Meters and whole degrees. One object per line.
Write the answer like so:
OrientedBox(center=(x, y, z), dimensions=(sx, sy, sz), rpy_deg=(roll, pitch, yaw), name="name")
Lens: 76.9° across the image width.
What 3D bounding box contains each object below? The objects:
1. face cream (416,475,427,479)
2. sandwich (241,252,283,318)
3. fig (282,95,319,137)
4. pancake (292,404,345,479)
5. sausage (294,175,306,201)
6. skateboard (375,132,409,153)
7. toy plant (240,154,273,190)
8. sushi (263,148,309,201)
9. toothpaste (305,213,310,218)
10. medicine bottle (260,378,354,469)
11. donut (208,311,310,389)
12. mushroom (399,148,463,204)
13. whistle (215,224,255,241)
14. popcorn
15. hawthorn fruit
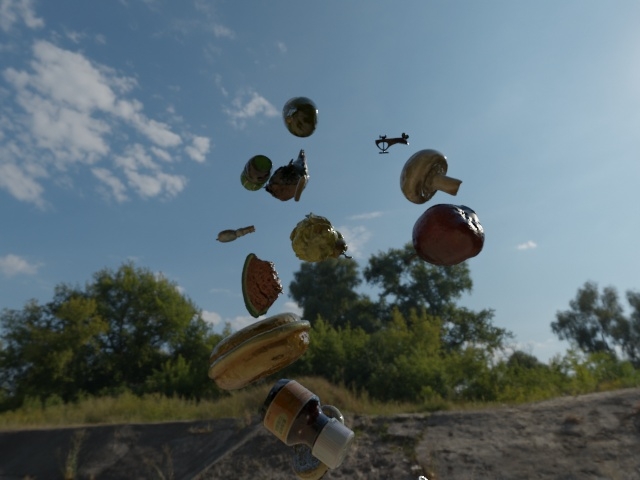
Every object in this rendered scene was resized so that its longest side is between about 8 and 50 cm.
OrientedBox(center=(0.248, 0.702, 1.097), dimensions=(0.034, 0.034, 0.130), rpy_deg=(20, -74, -36), name="face cream")
OrientedBox(center=(-0.219, 0.157, 1.506), dimensions=(0.159, 0.235, 0.079), rpy_deg=(-30, -22, 16), name="sandwich")
OrientedBox(center=(-0.099, -0.455, 1.467), dimensions=(0.151, 0.152, 0.259), rpy_deg=(-15, 5, 24), name="fig")
OrientedBox(center=(-0.022, 1.057, 2.109), dimensions=(0.071, 0.382, 0.382), rpy_deg=(39, -43, -21), name="pancake")
OrientedBox(center=(-0.070, -0.173, 1.354), dimensions=(0.024, 0.024, 0.132), rpy_deg=(4, -28, -12), name="sausage")
OrientedBox(center=(0.313, -0.425, 1.776), dimensions=(0.151, 0.080, 0.067), rpy_deg=(2, 6, 27), name="skateboard")
OrientedBox(center=(-0.221, -0.223, 1.377), dimensions=(0.092, 0.093, 0.162), rpy_deg=(10, -24, -22), name="toy plant")
OrientedBox(center=(-0.121, -0.281, 1.750), dimensions=(0.149, 0.287, 0.140), rpy_deg=(16, -31, 51), name="sushi")
OrientedBox(center=(-0.042, -0.124, 2.352), dimensions=(0.049, 0.032, 0.204), rpy_deg=(-8, -12, 12), name="toothpaste")
OrientedBox(center=(-0.051, 0.785, 1.741), dimensions=(0.394, 0.243, 0.242), rpy_deg=(20, -17, 27), name="medicine bottle")
OrientedBox(center=(-0.238, 0.439, 1.616), dimensions=(0.448, 0.198, 0.449), rpy_deg=(-26, -17, -9), name="donut")
OrientedBox(center=(0.400, -0.216, 1.443), dimensions=(0.215, 0.207, 0.207), rpy_deg=(29, -11, 31), name="mushroom")
OrientedBox(center=(-0.450, -0.038, 2.128), dimensions=(0.219, 0.057, 0.107), rpy_deg=(-16, -15, 5), name="whistle")
OrientedBox(center=(-0.005, 0.008, 1.427), dimensions=(0.195, 0.169, 0.173), rpy_deg=(37, -18, -31), name="popcorn")
OrientedBox(center=(0.391, -0.009, 1.331), dimensions=(0.266, 0.210, 0.230), rpy_deg=(-33, 0, 34), name="hawthorn fruit")
